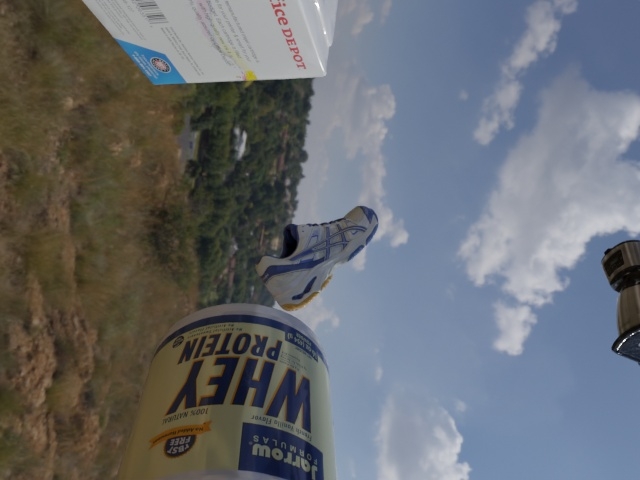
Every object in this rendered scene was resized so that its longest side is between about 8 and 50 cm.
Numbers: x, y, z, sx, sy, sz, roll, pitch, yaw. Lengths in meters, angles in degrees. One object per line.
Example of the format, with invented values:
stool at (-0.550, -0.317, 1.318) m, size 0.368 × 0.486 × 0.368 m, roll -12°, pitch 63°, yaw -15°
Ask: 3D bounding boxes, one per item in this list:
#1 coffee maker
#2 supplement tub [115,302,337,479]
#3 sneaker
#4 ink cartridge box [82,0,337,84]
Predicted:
coffee maker at (0.528, 0.106, 0.777) m, size 0.120 × 0.171 × 0.178 m, roll -37°, pitch -156°, yaw 44°
supplement tub at (-0.098, 0.254, 0.554) m, size 0.325 × 0.235 × 0.236 m, roll -95°, pitch -165°, yaw -56°
sneaker at (0.000, 0.000, 0.988) m, size 0.296 × 0.131 × 0.111 m, roll -45°, pitch -172°, yaw -34°
ink cartridge box at (-0.109, -0.295, 0.556) m, size 0.171 × 0.232 × 0.169 m, roll 58°, pitch 37°, yaw -65°
